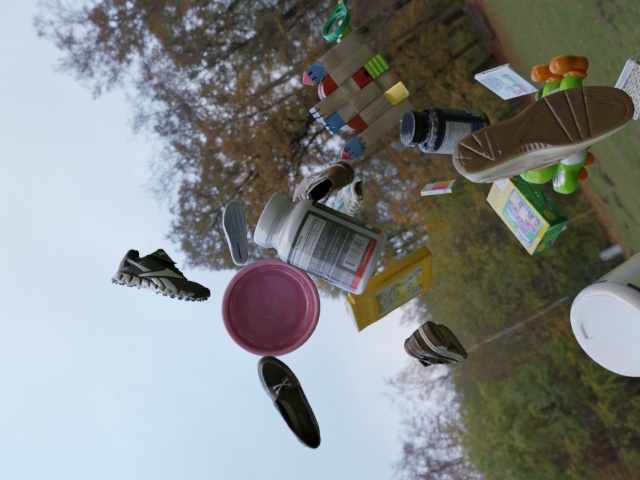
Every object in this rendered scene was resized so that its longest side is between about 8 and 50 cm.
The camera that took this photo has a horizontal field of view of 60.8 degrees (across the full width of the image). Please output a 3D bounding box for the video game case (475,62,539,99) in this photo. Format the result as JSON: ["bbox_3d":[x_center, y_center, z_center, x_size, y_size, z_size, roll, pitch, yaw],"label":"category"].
[{"bbox_3d":[0.613,-0.520,1.796,0.157,0.143,0.019,23,-100,-28],"label":"video game case"}]

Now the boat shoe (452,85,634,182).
[{"bbox_3d":[0.445,-0.206,1.104,0.110,0.340,0.122,25,-125,-53],"label":"boat shoe"}]

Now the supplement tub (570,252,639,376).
[{"bbox_3d":[0.806,0.160,1.339,0.324,0.235,0.236,-23,-99,-27],"label":"supplement tub"}]

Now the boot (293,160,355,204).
[{"bbox_3d":[-0.022,-0.157,1.769,0.115,0.305,0.112,-40,-84,-36],"label":"boot"}]

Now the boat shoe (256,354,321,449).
[{"bbox_3d":[-0.089,0.514,1.736,0.335,0.112,0.095,62,163,-9],"label":"boat shoe"}]

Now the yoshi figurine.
[{"bbox_3d":[0.631,-0.308,1.508,0.203,0.202,0.363,-9,-82,-47],"label":"yoshi figurine"}]

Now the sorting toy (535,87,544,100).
[{"bbox_3d":[0.815,-0.500,1.952,0.102,0.061,0.042,40,-163,-37],"label":"sorting toy"}]

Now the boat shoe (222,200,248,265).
[{"bbox_3d":[-0.300,-0.022,1.920,0.076,0.083,0.227,142,124,-77],"label":"boat shoe"}]

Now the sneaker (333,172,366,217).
[{"bbox_3d":[0.116,-0.148,2.113,0.087,0.092,0.229,-2,-77,-47],"label":"sneaker"}]

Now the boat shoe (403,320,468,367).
[{"bbox_3d":[0.264,0.251,1.282,0.257,0.095,0.095,33,-158,-52],"label":"boat shoe"}]

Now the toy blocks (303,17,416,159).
[{"bbox_3d":[0.086,-0.424,1.630,0.381,0.260,0.191,51,180,-13],"label":"toy blocks"}]

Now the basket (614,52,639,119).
[{"bbox_3d":[0.954,-0.460,1.635,0.113,0.167,0.103,-31,-126,-33],"label":"basket"}]

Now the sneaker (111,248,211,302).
[{"bbox_3d":[-0.358,0.074,1.253,0.078,0.234,0.106,65,-142,-79],"label":"sneaker"}]

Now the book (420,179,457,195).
[{"bbox_3d":[0.549,-0.243,2.536,0.096,0.144,0.035,-44,-56,-50],"label":"book"}]

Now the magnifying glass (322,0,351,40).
[{"bbox_3d":[0.058,-0.651,1.538,0.026,0.092,0.231,33,-125,-34],"label":"magnifying glass"}]

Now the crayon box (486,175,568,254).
[{"bbox_3d":[0.697,-0.109,1.865,0.165,0.081,0.279,94,153,-53],"label":"crayon box"}]

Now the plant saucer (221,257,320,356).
[{"bbox_3d":[-0.167,0.223,1.847,0.332,0.332,0.084,56,175,-9],"label":"plant saucer"}]

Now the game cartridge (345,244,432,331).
[{"bbox_3d":[0.244,0.177,1.897,0.053,0.323,0.285,53,171,29],"label":"game cartridge"}]

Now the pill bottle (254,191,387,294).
[{"bbox_3d":[0.000,0.000,1.644,0.362,0.210,0.210,24,-156,5],"label":"pill bottle"}]

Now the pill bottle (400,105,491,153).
[{"bbox_3d":[0.331,-0.294,1.460,0.219,0.123,0.123,1,-130,-15],"label":"pill bottle"}]
